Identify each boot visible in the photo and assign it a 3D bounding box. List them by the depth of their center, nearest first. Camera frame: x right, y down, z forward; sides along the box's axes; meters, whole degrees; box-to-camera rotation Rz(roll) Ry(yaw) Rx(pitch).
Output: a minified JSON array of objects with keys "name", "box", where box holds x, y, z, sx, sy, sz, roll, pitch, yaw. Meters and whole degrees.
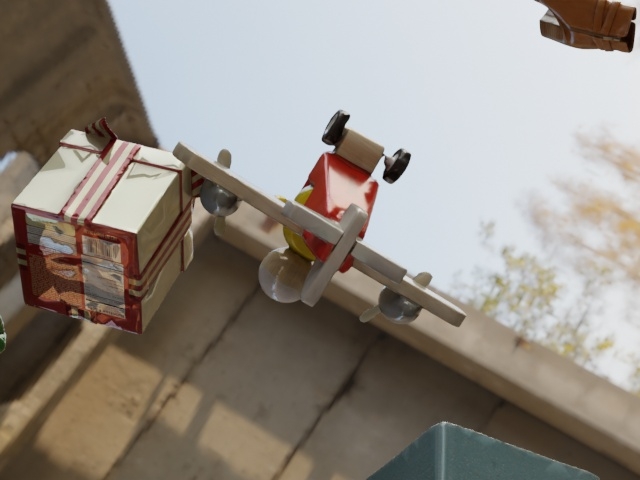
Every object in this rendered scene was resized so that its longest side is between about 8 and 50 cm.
[{"name":"boot","box":[0.410,-0.369,1.809,0.073,0.152,0.197,-60,-30,-18]}]

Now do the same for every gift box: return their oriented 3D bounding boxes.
[{"name":"gift box","box":[-0.339,-0.038,1.948,0.258,0.255,0.276,-64,-12,-50]}]

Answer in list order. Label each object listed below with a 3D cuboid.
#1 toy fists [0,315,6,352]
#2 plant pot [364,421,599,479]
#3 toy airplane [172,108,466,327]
[{"name":"toy fists","box":[-0.633,0.194,1.864,0.279,0.096,0.142,-30,-35,-21]},{"name":"plant pot","box":[0.191,0.424,1.499,0.248,0.247,0.252,-50,26,48]},{"name":"toy airplane","box":[0.000,0.000,1.744,0.384,0.386,0.272,3,-48,-50]}]
